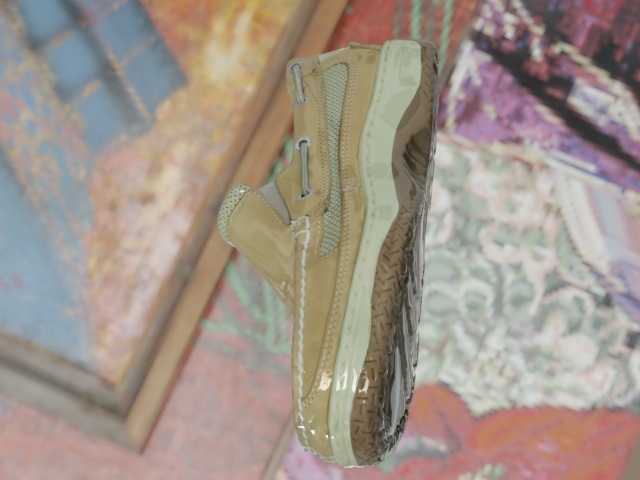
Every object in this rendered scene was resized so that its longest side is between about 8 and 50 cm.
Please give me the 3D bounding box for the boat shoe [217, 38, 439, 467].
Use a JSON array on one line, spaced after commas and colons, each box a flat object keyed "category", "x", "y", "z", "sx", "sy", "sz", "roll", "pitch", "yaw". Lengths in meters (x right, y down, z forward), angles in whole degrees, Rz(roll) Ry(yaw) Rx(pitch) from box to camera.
[{"category": "boat shoe", "x": 0.000, "y": 0.000, "z": 0.555, "sx": 0.072, "sy": 0.190, "sz": 0.068, "roll": 3, "pitch": 130, "yaw": 6}]
